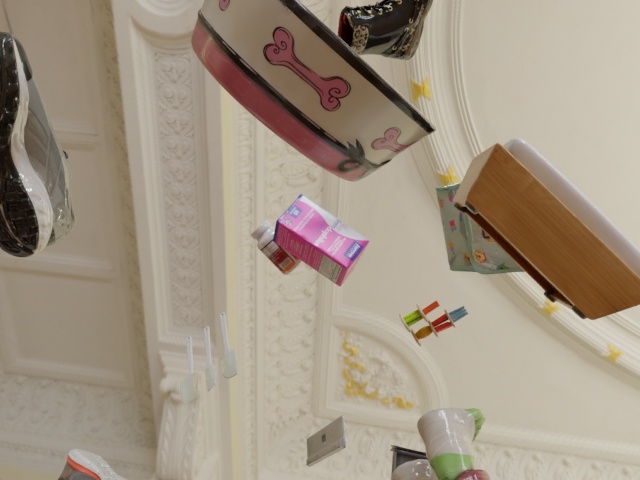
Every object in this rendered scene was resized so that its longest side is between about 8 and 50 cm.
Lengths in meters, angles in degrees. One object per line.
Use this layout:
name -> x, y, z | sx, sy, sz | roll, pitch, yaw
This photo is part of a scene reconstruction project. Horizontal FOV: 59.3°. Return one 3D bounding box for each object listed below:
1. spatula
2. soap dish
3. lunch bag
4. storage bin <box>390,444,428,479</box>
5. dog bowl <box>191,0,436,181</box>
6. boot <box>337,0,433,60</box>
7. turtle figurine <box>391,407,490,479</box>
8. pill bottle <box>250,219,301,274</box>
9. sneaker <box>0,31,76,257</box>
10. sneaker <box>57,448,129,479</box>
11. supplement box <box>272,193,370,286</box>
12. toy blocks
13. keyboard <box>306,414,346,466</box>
spatula -> -0.298, 0.300, 1.471 | 0.168, 0.242, 0.019 | -35, -54, 9
soap dish -> 0.332, -0.015, 0.850 | 0.291, 0.229, 0.118 | 45, -83, 3
lunch bag -> 0.393, -0.039, 1.297 | 0.160, 0.262, 0.223 | -12, -85, -15
storage bin -> 0.221, 0.531, 1.294 | 0.135, 0.091, 0.098 | 14, -19, 0
dog bowl -> -0.020, -0.255, 0.871 | 0.408, 0.408, 0.150 | 40, -75, -9
boot -> 0.136, -0.486, 1.158 | 0.179, 0.085, 0.236 | -12, -49, -28
turtle figurine -> 0.171, 0.289, 0.472 | 0.275, 0.266, 0.197 | -21, -53, 7
pill bottle -> -0.120, 0.017, 1.568 | 0.086, 0.086, 0.152 | -41, -84, 23
sneaker -> -0.378, -0.120, 0.713 | 0.100, 0.108, 0.271 | -1, -77, 17
sneaker -> -0.271, 0.318, 0.689 | 0.158, 0.065, 0.061 | 17, -20, 41
supplement box -> 0.000, 0.000, 1.448 | 0.220, 0.111, 0.114 | 34, -29, 9
toy blocks -> 0.285, 0.189, 1.399 | 0.148, 0.054, 0.123 | -31, -52, 8
keyboard -> 0.010, 0.490, 1.363 | 0.014, 0.072, 0.256 | 13, -34, -16
